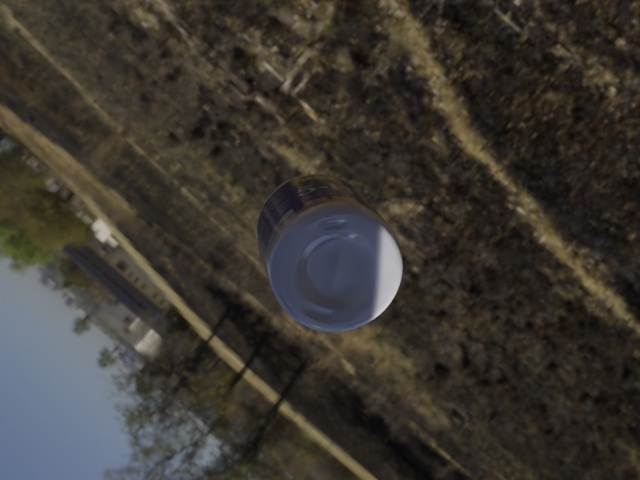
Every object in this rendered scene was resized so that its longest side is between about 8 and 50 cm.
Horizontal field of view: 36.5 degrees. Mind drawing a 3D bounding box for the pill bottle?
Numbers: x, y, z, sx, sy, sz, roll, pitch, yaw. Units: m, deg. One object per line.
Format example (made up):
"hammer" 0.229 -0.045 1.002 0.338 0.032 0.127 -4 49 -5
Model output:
"pill bottle" 0.000 0.000 0.872 0.112 0.112 0.186 44 -176 -18
